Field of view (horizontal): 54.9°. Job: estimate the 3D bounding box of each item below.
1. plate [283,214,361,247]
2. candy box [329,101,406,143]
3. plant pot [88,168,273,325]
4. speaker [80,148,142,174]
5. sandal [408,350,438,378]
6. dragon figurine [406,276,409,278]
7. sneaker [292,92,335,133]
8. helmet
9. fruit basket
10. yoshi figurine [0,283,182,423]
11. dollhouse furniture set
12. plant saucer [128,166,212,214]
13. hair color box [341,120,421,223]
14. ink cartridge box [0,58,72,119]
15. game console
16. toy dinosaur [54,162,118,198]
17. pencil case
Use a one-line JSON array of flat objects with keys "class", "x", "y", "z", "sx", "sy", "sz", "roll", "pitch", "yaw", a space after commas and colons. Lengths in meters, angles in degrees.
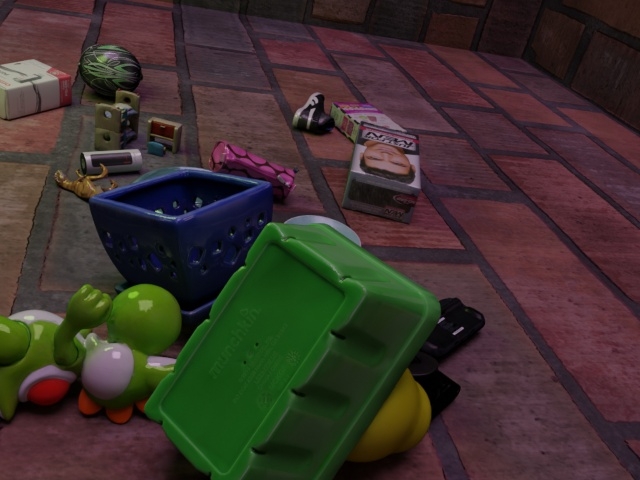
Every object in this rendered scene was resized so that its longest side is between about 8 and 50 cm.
[{"class": "plate", "x": 0.000, "y": 0.000, "z": 1.409, "sx": 0.188, "sy": 0.024, "sz": 0.188, "roll": 9, "pitch": 31, "yaw": -6}, {"class": "candy box", "x": 0.152, "y": -0.379, "z": 2.034, "sx": 0.159, "sy": 0.071, "sz": 0.233, "roll": -6, "pitch": 35, "yaw": -30}, {"class": "plant pot", "x": -0.233, "y": 0.009, "z": 1.088, "sx": 0.236, "sy": 0.212, "sz": 0.236, "roll": 14, "pitch": 26, "yaw": 34}, {"class": "speaker", "x": -0.504, "y": -0.190, "z": 1.488, "sx": 0.136, "sy": 0.055, "sz": 0.055, "roll": -9, "pitch": 38, "yaw": -34}, {"class": "sandal", "x": 0.118, "y": 0.183, "z": 1.063, "sx": 0.179, "sy": 0.040, "sz": 0.067, "roll": 23, "pitch": 33, "yaw": 16}, {"class": "dragon figurine", "x": 0.018, "y": 0.118, "z": 1.147, "sx": 0.289, "sy": 0.085, "sz": 0.144, "roll": 4, "pitch": 30, "yaw": 4}, {"class": "sneaker", "x": 0.001, "y": -0.410, "z": 2.030, "sx": 0.121, "sy": 0.079, "sz": 0.217, "roll": 23, "pitch": 40, "yaw": 9}, {"class": "helmet", "x": -0.631, "y": -0.512, "z": 1.854, "sx": 0.169, "sy": 0.169, "sz": 0.161, "roll": 16, "pitch": 15, "yaw": 3}, {"class": "fruit basket", "x": 0.001, "y": 0.189, "z": 0.867, "sx": 0.283, "sy": 0.392, "sz": 0.392, "roll": 34, "pitch": 37, "yaw": 29}, {"class": "yoshi figurine", "x": -0.360, "y": 0.129, "z": 0.905, "sx": 0.362, "sy": 0.203, "sz": 0.203, "roll": 12, "pitch": 24, "yaw": -9}, {"class": "dollhouse furniture set", "x": -0.469, "y": -0.296, "z": 1.599, "sx": 0.184, "sy": 0.129, "sz": 0.129, "roll": 15, "pitch": 31, "yaw": 1}, {"class": "plant saucer", "x": -0.298, "y": -0.097, "z": 1.432, "sx": 0.317, "sy": 0.043, "sz": 0.317, "roll": 9, "pitch": 31, "yaw": -6}, {"class": "hair color box", "x": 0.175, "y": -0.201, "z": 1.716, "sx": 0.185, "sy": 0.113, "sz": 0.374, "roll": 14, "pitch": 32, "yaw": 0}, {"class": "ink cartridge box", "x": -0.826, "y": -0.420, "z": 1.697, "sx": 0.158, "sy": 0.092, "sz": 0.218, "roll": 25, "pitch": 35, "yaw": 18}, {"class": "game console", "x": 0.195, "y": 0.200, "z": 1.147, "sx": 0.213, "sy": 0.044, "sz": 0.361, "roll": 35, "pitch": 38, "yaw": 30}, {"class": "toy dinosaur", "x": -0.505, "y": -0.110, "z": 1.371, "sx": 0.211, "sy": 0.064, "sz": 0.112, "roll": 22, "pitch": 49, "yaw": 31}, {"class": "pencil case", "x": -0.162, "y": -0.170, "z": 1.494, "sx": 0.209, "sy": 0.095, "sz": 0.098, "roll": 19, "pitch": 15, "yaw": -27}]
